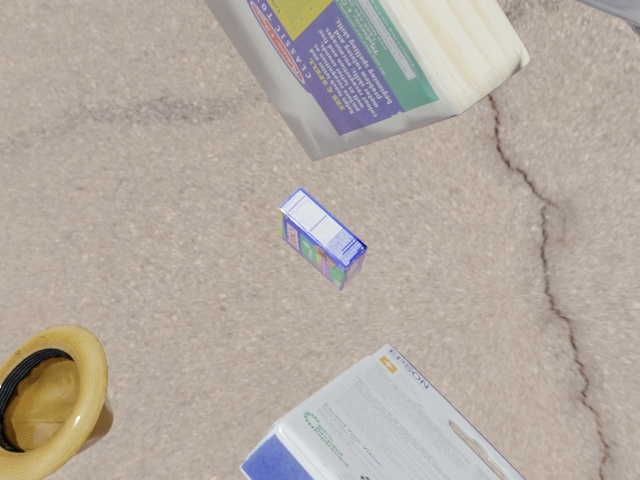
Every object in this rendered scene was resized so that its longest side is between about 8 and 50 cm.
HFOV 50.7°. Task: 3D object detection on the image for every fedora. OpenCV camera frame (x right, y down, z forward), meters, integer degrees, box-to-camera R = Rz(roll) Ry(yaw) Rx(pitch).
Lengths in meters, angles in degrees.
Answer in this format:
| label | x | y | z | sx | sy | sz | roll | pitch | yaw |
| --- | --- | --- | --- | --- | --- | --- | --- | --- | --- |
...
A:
| label | x | y | z | sx | sy | sz | roll | pitch | yaw |
| --- | --- | --- | --- | --- | --- | --- | --- | --- | --- |
| fedora | -0.292 | 0.186 | 0.750 | 0.194 | 0.079 | 0.194 | -17 | 53 | 23 |

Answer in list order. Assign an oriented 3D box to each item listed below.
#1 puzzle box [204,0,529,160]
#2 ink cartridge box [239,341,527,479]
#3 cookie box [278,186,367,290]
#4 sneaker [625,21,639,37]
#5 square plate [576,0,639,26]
| label | x | y | z | sx | sy | sz | roll | pitch | yaw |
| --- | --- | --- | --- | --- | --- | --- | --- | --- | --- |
| puzzle box | -0.064 | -0.237 | 0.412 | 0.052 | 0.272 | 0.409 | -37 | 101 | -12 |
| ink cartridge box | 0.115 | 0.263 | 0.647 | 0.324 | 0.330 | 0.071 | 45 | 106 | 13 |
| cookie box | 0.000 | 0.000 | 0.799 | 0.107 | 0.092 | 0.040 | 42 | 73 | 13 |
| sneaker | 0.499 | -0.306 | 0.941 | 0.110 | 0.122 | 0.283 | -41 | 104 | 17 |
| square plate | 0.238 | -0.362 | 0.607 | 0.049 | 0.344 | 0.347 | -25 | 71 | 49 |
